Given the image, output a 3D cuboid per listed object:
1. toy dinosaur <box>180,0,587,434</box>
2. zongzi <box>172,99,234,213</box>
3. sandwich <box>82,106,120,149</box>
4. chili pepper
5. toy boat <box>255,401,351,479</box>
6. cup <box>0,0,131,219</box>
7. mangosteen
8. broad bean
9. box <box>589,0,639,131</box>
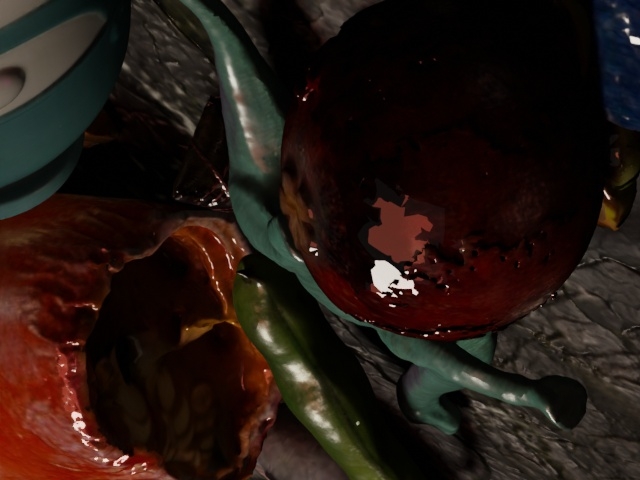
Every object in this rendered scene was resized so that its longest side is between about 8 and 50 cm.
[{"bbox_3d":[0.000,0.000,1.072,0.383,0.129,0.331,41,163,-13],"label":"toy dinosaur"},{"bbox_3d":[-0.056,-0.034,1.112,0.083,0.067,0.073,25,153,-24],"label":"zongzi"},{"bbox_3d":[-0.249,-0.075,1.159,0.187,0.144,0.117,43,156,-19],"label":"sandwich"},{"bbox_3d":[-0.181,0.084,1.272,0.305,0.229,0.251,5,127,47],"label":"chili pepper"},{"bbox_3d":[0.034,0.191,1.392,0.155,0.085,0.227,32,169,49],"label":"toy boat"},{"bbox_3d":[-0.217,-0.176,0.890,0.289,0.219,0.257,57,165,25],"label":"cup"},{"bbox_3d":[0.070,-0.040,0.829,0.166,0.180,0.166,50,155,33],"label":"mangosteen"},{"bbox_3d":[0.017,0.116,1.229,0.318,0.056,0.098,55,-176,-44],"label":"broad bean"},{"bbox_3d":[0.214,-0.122,0.548,0.261,0.116,0.279,23,154,26],"label":"box"}]
